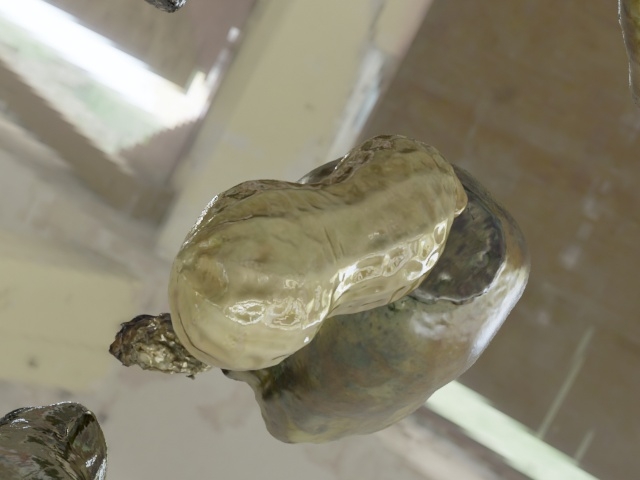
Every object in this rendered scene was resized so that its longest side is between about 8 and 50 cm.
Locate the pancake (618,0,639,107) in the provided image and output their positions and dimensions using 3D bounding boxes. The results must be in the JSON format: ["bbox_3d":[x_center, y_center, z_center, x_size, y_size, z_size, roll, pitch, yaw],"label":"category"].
[{"bbox_3d":[0.352,-0.344,1.770,0.067,0.427,0.305,6,-142,21],"label":"pancake"}]

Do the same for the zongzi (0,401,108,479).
[{"bbox_3d":[-0.263,0.257,1.855,0.360,0.160,0.323,-12,-168,34],"label":"zongzi"}]

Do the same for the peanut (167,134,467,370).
[{"bbox_3d":[0.000,0.000,1.334,0.298,0.120,0.136,-26,-110,-40],"label":"peanut"}]

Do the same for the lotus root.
[{"bbox_3d":[0.048,0.045,1.611,0.250,0.250,0.346,25,155,-10],"label":"lotus root"}]

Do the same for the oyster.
[{"bbox_3d":[-0.175,0.116,2.113,0.105,0.056,0.177,-30,-148,-30],"label":"oyster"}]

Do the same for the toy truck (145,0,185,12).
[{"bbox_3d":[-0.181,-0.341,1.842,0.111,0.136,0.286,27,167,21],"label":"toy truck"}]
